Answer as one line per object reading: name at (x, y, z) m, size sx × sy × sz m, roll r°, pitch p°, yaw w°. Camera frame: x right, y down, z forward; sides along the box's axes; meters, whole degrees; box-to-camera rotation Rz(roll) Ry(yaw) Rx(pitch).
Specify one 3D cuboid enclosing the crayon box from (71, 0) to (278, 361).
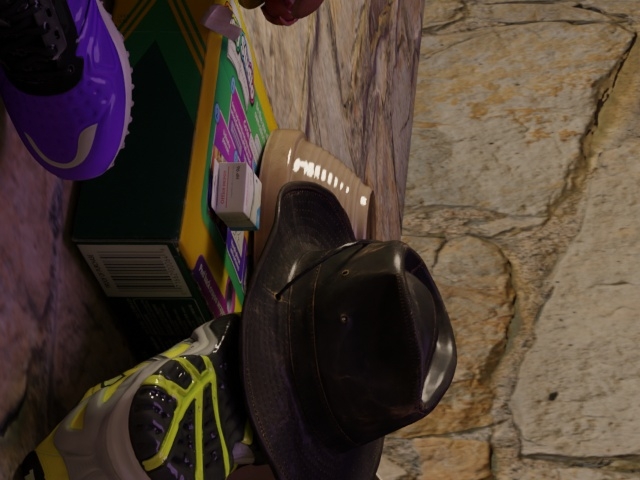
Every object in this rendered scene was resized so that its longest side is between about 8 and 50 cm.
crayon box at (-0.127, -0.055, 1.630) m, size 0.363 × 0.106 × 0.313 m, roll 74°, pitch 19°, yaw -61°

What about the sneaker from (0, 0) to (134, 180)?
sneaker at (-0.214, -0.169, 1.173) m, size 0.146 × 0.102 × 0.293 m, roll -57°, pitch 142°, yaw -64°

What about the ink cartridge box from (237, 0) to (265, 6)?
ink cartridge box at (-0.100, -0.318, 1.794) m, size 0.092 × 0.090 × 0.143 m, roll -75°, pitch 163°, yaw -54°

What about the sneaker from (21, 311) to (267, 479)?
sneaker at (-0.132, 0.152, 1.452) m, size 0.385 × 0.147 × 0.145 m, roll 1°, pitch 72°, yaw -73°

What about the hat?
hat at (0.051, 0.100, 1.541) m, size 0.331 × 0.134 × 0.331 m, roll -7°, pitch 90°, yaw -68°

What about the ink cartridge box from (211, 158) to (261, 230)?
ink cartridge box at (-0.076, -0.042, 1.518) m, size 0.083 × 0.028 × 0.048 m, roll 54°, pitch 37°, yaw -73°

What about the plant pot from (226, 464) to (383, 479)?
plant pot at (-0.078, 0.317, 1.618) m, size 0.191 × 0.284 × 0.284 m, roll -55°, pitch -170°, yaw 32°

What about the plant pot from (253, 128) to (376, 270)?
plant pot at (0.000, 0.000, 1.763) m, size 0.237 × 0.110 × 0.237 m, roll 2°, pitch 90°, yaw -83°

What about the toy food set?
toy food set at (-0.009, -0.253, 1.498) m, size 0.218 × 0.071 × 0.128 m, roll -55°, pitch 170°, yaw -2°
